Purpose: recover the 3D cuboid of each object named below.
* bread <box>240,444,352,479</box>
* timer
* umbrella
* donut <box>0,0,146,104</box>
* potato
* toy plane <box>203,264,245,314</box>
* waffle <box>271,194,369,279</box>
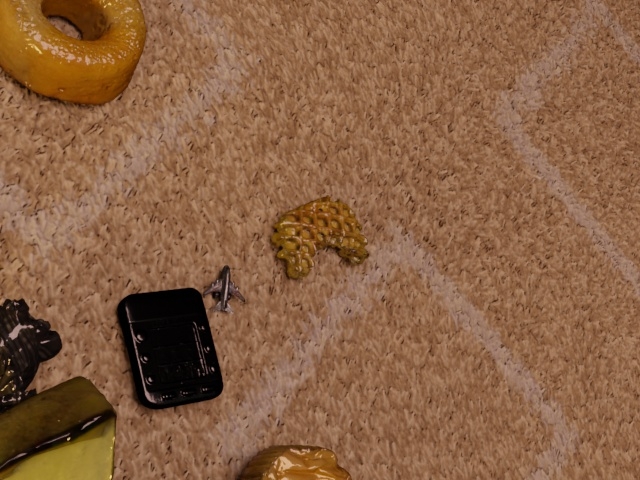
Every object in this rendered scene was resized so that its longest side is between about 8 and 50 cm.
[{"bbox_3d":[-0.047,0.448,1.589,0.179,0.133,0.250,13,68,-32],"label":"bread"},{"bbox_3d":[-0.243,0.174,1.611,0.144,0.055,0.187,-4,72,-37],"label":"timer"},{"bbox_3d":[-0.496,0.221,1.364,0.128,0.154,0.336,25,50,23],"label":"umbrella"},{"bbox_3d":[-0.412,-0.359,1.650,0.278,0.108,0.277,12,68,-30],"label":"donut"},{"bbox_3d":[-0.432,0.348,1.330,0.280,0.213,0.330,-11,116,-31],"label":"potato"},{"bbox_3d":[-0.164,0.083,1.707,0.079,0.031,0.083,11,68,-31],"label":"toy plane"},{"bbox_3d":[0.002,-0.001,1.837,0.194,0.051,0.149,-27,88,-38],"label":"waffle"}]
